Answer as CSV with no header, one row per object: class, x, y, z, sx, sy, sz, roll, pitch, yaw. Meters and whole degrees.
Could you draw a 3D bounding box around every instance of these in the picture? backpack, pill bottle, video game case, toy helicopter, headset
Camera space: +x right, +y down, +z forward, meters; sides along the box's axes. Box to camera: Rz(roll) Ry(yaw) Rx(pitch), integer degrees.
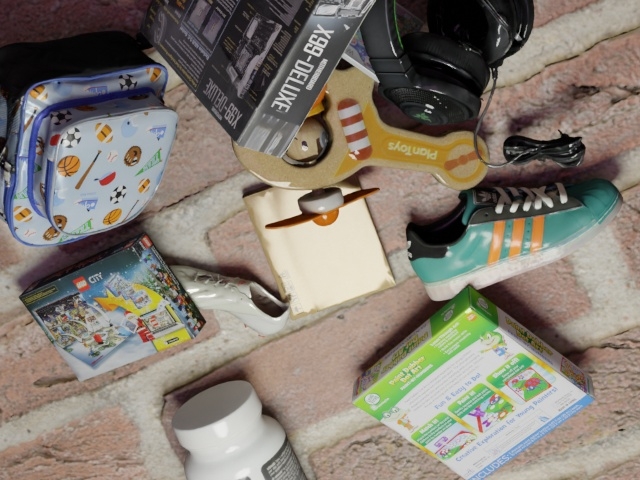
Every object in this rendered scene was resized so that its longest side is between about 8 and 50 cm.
backpack,-0.323,-0.121,1.549,0.213,0.276,0.263,50,134,30
pill bottle,-0.105,0.358,1.764,0.162,0.162,0.279,-20,108,9
video game case,0.077,-0.267,1.556,0.087,0.122,0.011,34,150,-10
toy helicopter,0.054,-0.115,1.587,0.354,0.140,0.235,10,96,-14
headset,0.195,-0.238,1.485,0.185,0.243,0.394,10,145,42

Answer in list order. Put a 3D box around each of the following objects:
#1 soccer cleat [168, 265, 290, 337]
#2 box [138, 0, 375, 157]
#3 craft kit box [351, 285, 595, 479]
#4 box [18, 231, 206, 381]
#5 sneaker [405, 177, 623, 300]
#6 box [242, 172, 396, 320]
soccer cleat,-0.135,0.075,1.704,0.196,0.068,0.076,24,138,-12
box,-0.085,-0.284,1.456,0.076,0.307,0.242,13,116,-42
craft kit box,0.217,0.215,1.710,0.246,0.061,0.250,35,122,-21
box,-0.298,0.098,1.698,0.233,0.044,0.159,-22,109,31
sneaker,0.259,-0.027,1.633,0.302,0.108,0.121,-25,112,13
box,0.000,0.000,1.699,0.164,0.021,0.201,-19,107,7
